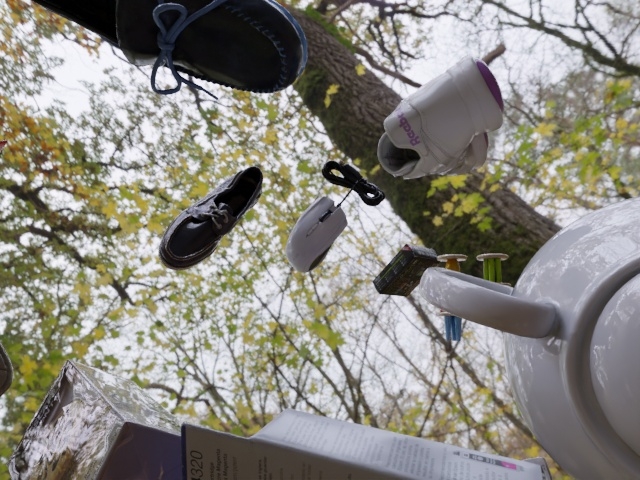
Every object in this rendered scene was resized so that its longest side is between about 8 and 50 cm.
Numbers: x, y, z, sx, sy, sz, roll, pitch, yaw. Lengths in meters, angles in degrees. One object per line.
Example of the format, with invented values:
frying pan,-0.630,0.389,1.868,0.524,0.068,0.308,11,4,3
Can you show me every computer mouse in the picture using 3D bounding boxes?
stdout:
computer mouse,0.004,-0.026,0.742,0.193,0.106,0.042,-54,-17,21

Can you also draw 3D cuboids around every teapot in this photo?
teapot,0.235,0.077,0.313,0.256,0.253,0.187,-31,-17,20

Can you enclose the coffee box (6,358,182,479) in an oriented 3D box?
coffee box,-0.286,0.280,0.629,0.118,0.297,0.168,34,-109,-34

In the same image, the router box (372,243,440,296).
router box,0.182,0.065,1.025,0.092,0.038,0.122,12,-52,-40

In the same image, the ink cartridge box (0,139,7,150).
ink cartridge box,-0.714,-0.069,0.826,0.261,0.066,0.296,-21,6,36

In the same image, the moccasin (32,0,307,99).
moccasin,-0.185,-0.233,0.542,0.117,0.341,0.138,-52,-22,-46

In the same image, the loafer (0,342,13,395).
loafer,-0.258,0.058,0.347,0.045,0.125,0.039,-19,-11,-40

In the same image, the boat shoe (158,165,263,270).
boat shoe,-0.152,-0.041,0.699,0.206,0.075,0.065,-50,1,-38

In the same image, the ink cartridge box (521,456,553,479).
ink cartridge box,0.283,0.376,0.740,0.099,0.056,0.135,-9,-32,-1

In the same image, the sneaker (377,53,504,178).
sneaker,0.147,-0.142,0.653,0.152,0.114,0.305,-27,-10,10

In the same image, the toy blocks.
toy blocks,0.265,0.100,0.841,0.054,0.123,0.148,32,-122,-73

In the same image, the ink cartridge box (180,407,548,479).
ink cartridge box,0.026,0.335,0.483,0.071,0.329,0.325,-37,-48,-66
